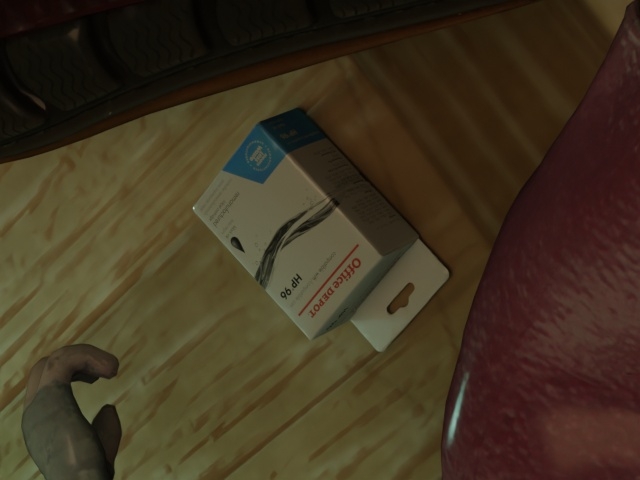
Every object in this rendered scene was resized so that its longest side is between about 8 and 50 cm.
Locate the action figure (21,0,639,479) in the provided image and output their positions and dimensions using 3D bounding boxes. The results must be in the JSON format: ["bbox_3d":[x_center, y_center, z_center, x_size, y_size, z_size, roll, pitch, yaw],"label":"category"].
[{"bbox_3d":[0.074,0.113,0.533,0.276,0.248,0.370,40,108,36],"label":"action figure"}]

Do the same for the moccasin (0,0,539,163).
[{"bbox_3d":[-0.069,-0.119,0.645,0.380,0.147,0.139,-14,110,31],"label":"moccasin"}]

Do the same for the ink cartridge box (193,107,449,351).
[{"bbox_3d":[0.000,0.000,0.690,0.083,0.028,0.048,47,124,12],"label":"ink cartridge box"}]
